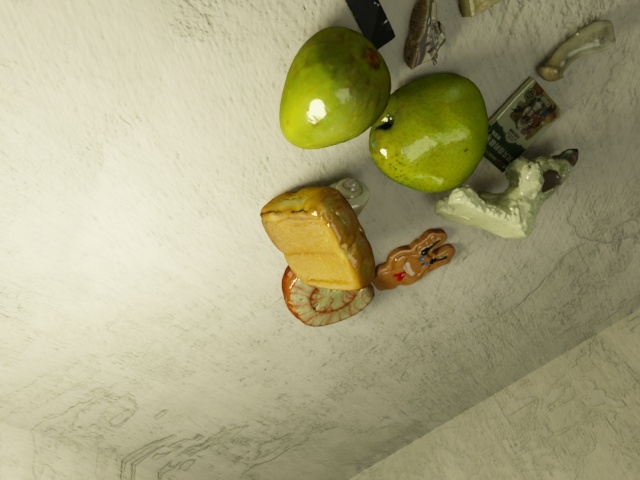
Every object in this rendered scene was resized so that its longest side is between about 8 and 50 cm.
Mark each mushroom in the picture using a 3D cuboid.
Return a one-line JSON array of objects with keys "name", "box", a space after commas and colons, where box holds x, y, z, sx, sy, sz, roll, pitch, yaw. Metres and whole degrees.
[{"name": "mushroom", "box": [0.746, -0.555, 1.431, 0.223, 0.081, 0.092, -33, 111, 13]}]

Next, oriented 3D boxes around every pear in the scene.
[{"name": "pear", "box": [0.289, -0.285, 1.394, 0.318, 0.238, 0.342, -7, 130, -24]}]

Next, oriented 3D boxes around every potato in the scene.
[{"name": "potato", "box": [0.422, -0.640, 1.263, 0.122, 0.061, 0.086, -27, 129, 3]}]

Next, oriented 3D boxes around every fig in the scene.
[{"name": "fig", "box": [0.023, -0.363, 1.240, 0.258, 0.258, 0.326, 18, 139, -30]}]

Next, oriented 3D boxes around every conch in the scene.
[{"name": "conch", "box": [0.058, -0.106, 1.532, 0.127, 0.158, 0.255, 24, 130, -10]}]

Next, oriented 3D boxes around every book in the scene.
[{"name": "book", "box": [0.632, -0.365, 1.579, 0.202, 0.027, 0.264, 27, 116, -36]}]

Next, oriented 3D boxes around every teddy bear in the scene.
[{"name": "teddy bear", "box": [0.612, -0.200, 1.592, 0.375, 0.327, 0.362, 21, 78, -3]}]

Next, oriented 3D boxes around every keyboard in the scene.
[{"name": "keyboard", "box": [0.121, -0.579, 1.241, 0.074, 0.015, 0.196, -31, 131, 13]}]

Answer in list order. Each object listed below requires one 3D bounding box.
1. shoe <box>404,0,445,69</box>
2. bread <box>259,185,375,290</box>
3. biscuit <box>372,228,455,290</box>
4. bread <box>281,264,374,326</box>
[{"name": "shoe", "box": [0.285, -0.538, 1.279, 0.092, 0.089, 0.180, -4, 132, -14]}, {"name": "bread", "box": [0.005, -0.005, 1.463, 0.148, 0.337, 0.328, -46, 114, -30]}, {"name": "biscuit", "box": [0.346, 0.087, 1.840, 0.334, 0.047, 0.202, -30, 131, 7]}, {"name": "bread", "box": [0.013, 0.172, 1.752, 0.295, 0.114, 0.328, -31, 132, 9]}]
